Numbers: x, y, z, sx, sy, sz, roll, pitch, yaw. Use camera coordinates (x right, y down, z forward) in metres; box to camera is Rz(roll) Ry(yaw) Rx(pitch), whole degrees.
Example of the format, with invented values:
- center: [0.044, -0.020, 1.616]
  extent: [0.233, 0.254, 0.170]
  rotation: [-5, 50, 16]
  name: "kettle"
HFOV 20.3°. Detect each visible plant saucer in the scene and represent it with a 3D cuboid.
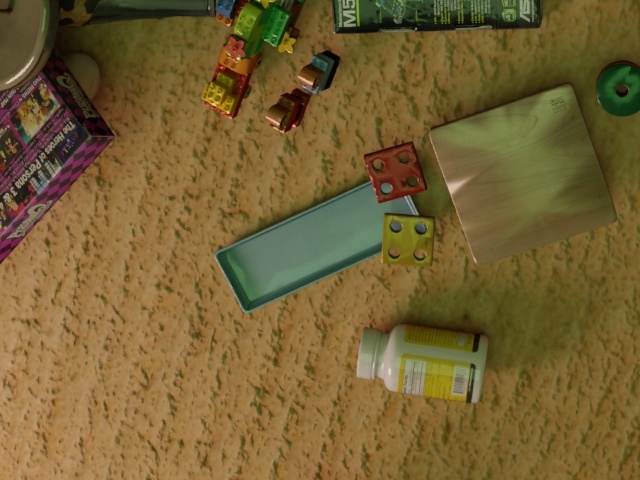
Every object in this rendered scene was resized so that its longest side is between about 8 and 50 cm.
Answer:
- center: [0.000, 0.000, 1.651]
  extent: [0.192, 0.018, 0.067]
  rotation: [-24, 102, 14]
  name: "plant saucer"

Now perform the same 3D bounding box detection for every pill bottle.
- center: [0.094, 0.111, 1.646]
  extent: [0.116, 0.065, 0.065]
  rotation: [8, 107, 5]
  name: "pill bottle"

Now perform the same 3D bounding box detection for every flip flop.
- center: [-0.340, -0.188, 1.524]
  extent: [0.277, 0.080, 0.112]
  rotation: [9, 97, 27]
  name: "flip flop"

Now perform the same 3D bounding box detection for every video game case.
- center: [-0.312, -0.097, 1.590]
  extent: [0.232, 0.042, 0.210]
  rotation: [-45, 70, 26]
  name: "video game case"

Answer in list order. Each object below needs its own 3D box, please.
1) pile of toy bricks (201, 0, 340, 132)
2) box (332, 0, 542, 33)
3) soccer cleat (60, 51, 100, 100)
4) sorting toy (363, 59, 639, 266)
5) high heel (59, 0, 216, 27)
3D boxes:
- center: [-0.049, -0.184, 1.532]
  extent: [0.118, 0.105, 0.212]
  rotation: [29, 117, 16]
  name: "pile of toy bricks"
- center: [0.098, -0.275, 1.544]
  extent: [0.184, 0.045, 0.191]
  rotation: [-1, 107, 10]
  name: "box"
- center: [-0.271, -0.092, 1.629]
  extent: [0.068, 0.076, 0.196]
  rotation: [38, 108, -4]
  name: "soccer cleat"
- center: [0.172, -0.059, 1.595]
  extent: [0.274, 0.046, 0.132]
  rotation: [-19, 103, 12]
  name: "sorting toy"
- center: [-0.190, -0.308, 1.543]
  extent: [0.186, 0.093, 0.261]
  rotation: [-2, 115, 2]
  name: "high heel"
